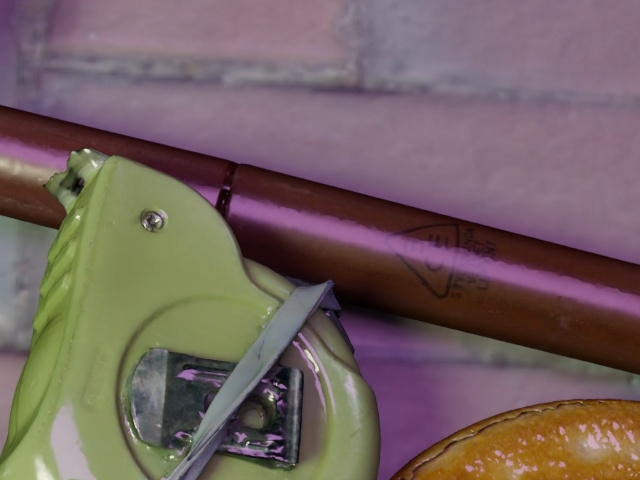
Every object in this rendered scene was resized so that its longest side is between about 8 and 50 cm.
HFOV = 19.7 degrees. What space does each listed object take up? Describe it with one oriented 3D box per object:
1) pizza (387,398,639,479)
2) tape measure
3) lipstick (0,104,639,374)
[{"bbox_3d":[0.124,0.152,0.848,0.185,0.036,0.176,-27,72,-25],"label":"pizza"},{"bbox_3d":[-0.058,0.078,0.806,0.175,0.106,0.200,22,55,-16],"label":"tape measure"},{"bbox_3d":[0.000,0.000,0.897,0.357,0.057,0.057,14,61,-1],"label":"lipstick"}]
